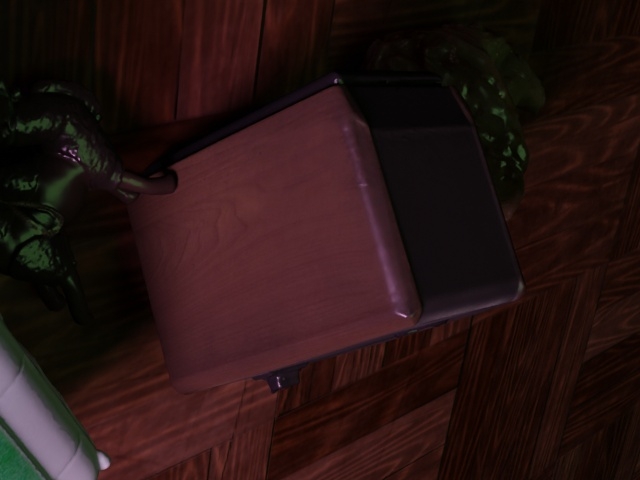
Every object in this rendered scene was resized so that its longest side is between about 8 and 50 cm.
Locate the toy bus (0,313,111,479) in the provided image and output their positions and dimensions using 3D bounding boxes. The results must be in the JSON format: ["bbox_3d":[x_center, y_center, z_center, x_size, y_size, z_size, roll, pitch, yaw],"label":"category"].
[{"bbox_3d":[-0.244,0.076,0.670,0.133,0.165,0.276,-48,143,-23],"label":"toy bus"}]

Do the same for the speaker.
[{"bbox_3d":[0.000,0.000,0.839,0.153,0.231,0.192,-7,79,-49],"label":"speaker"}]

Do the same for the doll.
[{"bbox_3d":[-0.183,-0.035,0.774,0.139,0.057,0.165,-56,136,-8],"label":"doll"}]

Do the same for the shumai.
[{"bbox_3d":[0.120,-0.115,1.048,0.175,0.166,0.206,-59,153,-48],"label":"shumai"}]
